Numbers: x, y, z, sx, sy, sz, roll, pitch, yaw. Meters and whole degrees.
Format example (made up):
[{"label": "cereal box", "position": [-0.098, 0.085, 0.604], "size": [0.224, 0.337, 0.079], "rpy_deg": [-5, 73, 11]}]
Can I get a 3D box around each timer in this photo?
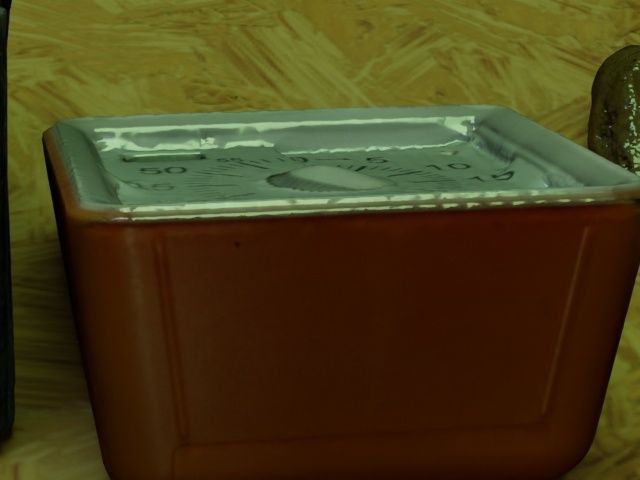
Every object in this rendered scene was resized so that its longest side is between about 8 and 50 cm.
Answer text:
[{"label": "timer", "position": [0.000, 0.000, 0.952], "size": [0.258, 0.161, 0.250], "rpy_deg": [-3, 28, -10]}]

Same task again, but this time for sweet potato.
[{"label": "sweet potato", "position": [0.184, -0.057, 1.128], "size": [0.060, 0.068, 0.206], "rpy_deg": [-11, 43, 6]}]

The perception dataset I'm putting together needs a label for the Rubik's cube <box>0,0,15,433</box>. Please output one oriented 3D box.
[{"label": "Rubik's cube", "position": [-0.271, -0.067, 0.918], "size": [0.259, 0.254, 0.260], "rpy_deg": [-5, 38, -12]}]
